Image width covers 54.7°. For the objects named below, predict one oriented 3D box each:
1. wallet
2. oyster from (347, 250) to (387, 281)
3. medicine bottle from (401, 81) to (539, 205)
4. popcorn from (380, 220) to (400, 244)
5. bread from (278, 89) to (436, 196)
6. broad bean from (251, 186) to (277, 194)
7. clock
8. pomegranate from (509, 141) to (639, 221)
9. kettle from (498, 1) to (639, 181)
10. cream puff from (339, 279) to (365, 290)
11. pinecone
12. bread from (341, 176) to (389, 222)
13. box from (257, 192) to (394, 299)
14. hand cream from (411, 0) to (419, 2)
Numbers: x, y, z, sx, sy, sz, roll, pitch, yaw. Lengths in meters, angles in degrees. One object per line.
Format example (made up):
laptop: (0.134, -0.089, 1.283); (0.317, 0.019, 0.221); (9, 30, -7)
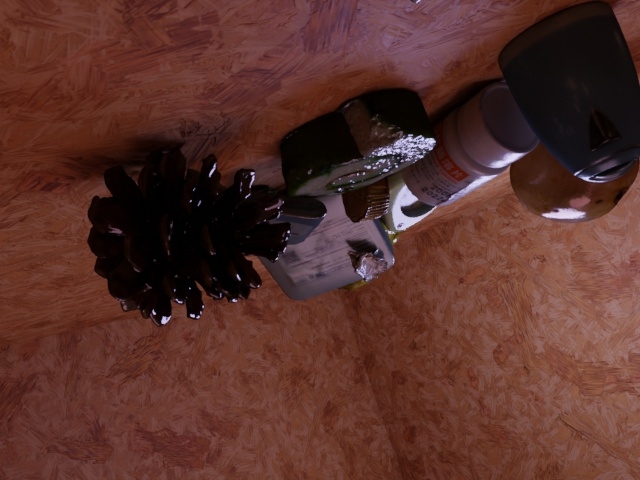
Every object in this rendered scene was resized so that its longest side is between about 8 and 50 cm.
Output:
wallet: (-0.137, -0.056, 1.688); (0.252, 0.083, 0.360); (8, 166, -11)
oyster: (0.150, 0.084, 1.958); (0.146, 0.121, 0.045); (-8, -152, -26)
medicine bottle: (0.388, -0.243, 1.640); (0.211, 0.210, 0.371); (-14, 169, -26)
popcorn: (0.107, -0.027, 2.177); (0.334, 0.293, 0.292); (-39, 165, 20)
bread: (0.087, -0.215, 1.464); (0.367, 0.129, 0.382); (-16, 170, -15)
broad bean: (-0.226, -0.114, 1.716); (0.227, 0.039, 0.069); (-16, 164, -12)
clock: (0.313, -0.176, 1.980); (0.308, 0.096, 0.235); (-31, 140, -7)
pomegranate: (0.790, -0.248, 1.984); (0.412, 0.411, 0.411); (-18, 171, -3)
kettle: (0.574, -0.287, 1.352); (0.247, 0.341, 0.319); (-23, 170, 21)
cream puff: (0.111, 0.034, 2.609); (0.291, 0.324, 0.257); (-32, 139, -20)
pinecone: (-0.240, -0.018, 1.232); (0.385, 0.384, 0.384); (-18, 171, -3)
bread: (0.128, -0.150, 1.736); (0.114, 0.190, 0.132); (-10, 173, -28)
box: (-0.001, 0.000, 1.979); (0.396, 0.111, 0.396); (-20, 130, 14)
hand cream: (0.202, -0.411, 0.863); (0.216, 0.038, 0.052); (-34, -170, 47)
